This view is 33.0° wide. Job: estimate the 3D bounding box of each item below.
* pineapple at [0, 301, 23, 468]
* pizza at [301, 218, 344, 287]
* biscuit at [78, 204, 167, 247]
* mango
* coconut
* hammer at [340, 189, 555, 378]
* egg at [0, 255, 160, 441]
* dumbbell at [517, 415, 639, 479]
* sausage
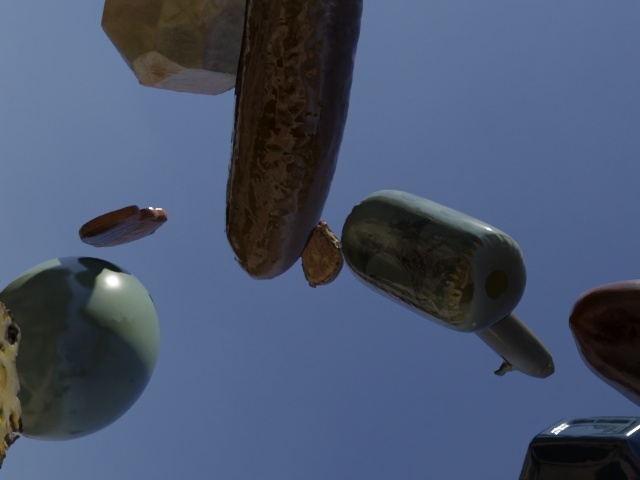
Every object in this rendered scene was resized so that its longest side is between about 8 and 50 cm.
[{"bbox_3d":[-0.392,0.106,0.761,0.262,0.271,0.262,-6,90,-77],"label":"pineapple"},{"bbox_3d":[0.008,0.010,1.279,0.099,0.029,0.100,4,-69,59],"label":"pizza"},{"bbox_3d":[-0.246,-0.015,1.347,0.130,0.102,0.019,19,50,-74],"label":"biscuit"},{"bbox_3d":[0.344,0.110,0.929,0.267,0.111,0.133,23,-57,11],"label":"mango"},{"bbox_3d":[-0.176,-0.304,1.438,0.237,0.237,0.197,-4,-99,60],"label":"coconut"},{"bbox_3d":[0.162,0.068,1.133,0.202,0.113,0.305,30,-9,48],"label":"hammer"},{"bbox_3d":[-0.292,0.122,1.260,0.283,0.203,0.203,-51,135,-72],"label":"egg"},{"bbox_3d":[0.140,0.225,0.723,0.160,0.325,0.144,55,-51,19],"label":"dumbbell"},{"bbox_3d":[-0.029,-0.192,1.127,0.136,0.123,0.501,21,-70,45],"label":"sausage"}]
